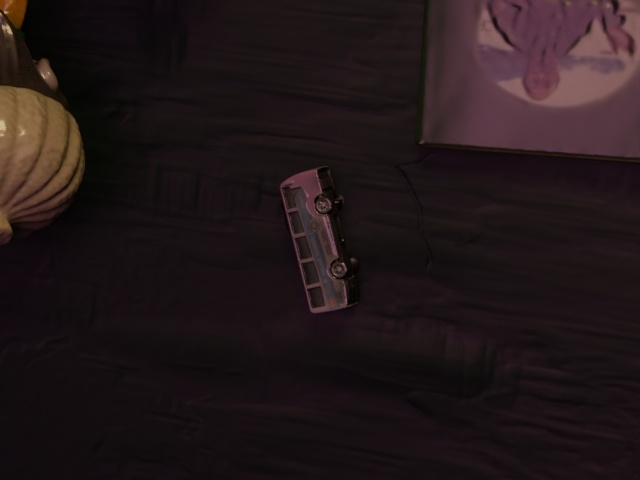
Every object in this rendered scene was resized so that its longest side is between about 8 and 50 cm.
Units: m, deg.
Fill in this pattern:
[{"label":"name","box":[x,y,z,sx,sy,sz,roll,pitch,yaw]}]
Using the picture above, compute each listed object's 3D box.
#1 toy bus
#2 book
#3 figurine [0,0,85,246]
[{"label":"toy bus","box":[0.000,0.000,1.776,0.052,0.037,0.131,-13,93,23]},{"label":"book","box":[0.218,-0.255,1.679,0.260,0.043,0.371,6,97,19]},{"label":"figurine","box":[-0.325,-0.154,1.772,0.185,0.204,0.332,-19,90,21]}]
